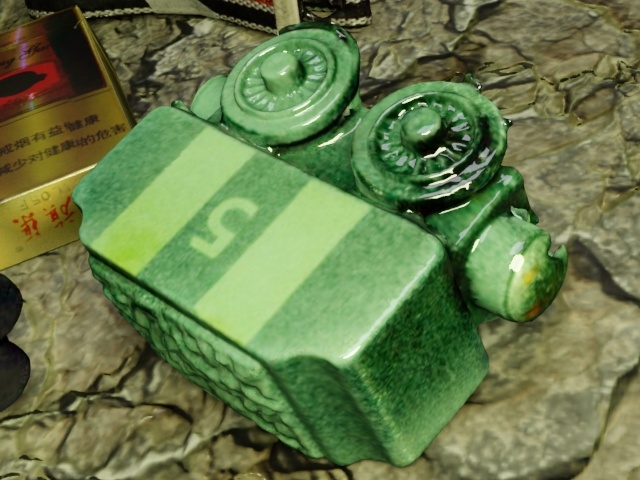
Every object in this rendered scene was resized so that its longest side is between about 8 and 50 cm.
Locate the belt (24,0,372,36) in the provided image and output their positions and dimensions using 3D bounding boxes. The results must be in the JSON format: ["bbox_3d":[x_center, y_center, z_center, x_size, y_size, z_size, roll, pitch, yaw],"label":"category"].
[{"bbox_3d":[-0.122,-0.251,1.096,0.359,0.094,0.126,6,42,20],"label":"belt"}]

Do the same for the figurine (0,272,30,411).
[{"bbox_3d":[-0.322,0.004,0.834,0.332,0.185,0.204,19,36,22],"label":"figurine"}]

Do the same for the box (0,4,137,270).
[{"bbox_3d":[-0.233,-0.090,0.976,0.159,0.071,0.240,-23,43,-5],"label":"box"}]

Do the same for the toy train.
[{"bbox_3d":[0.000,0.000,0.754,0.299,0.167,0.238,29,68,39],"label":"toy train"}]
